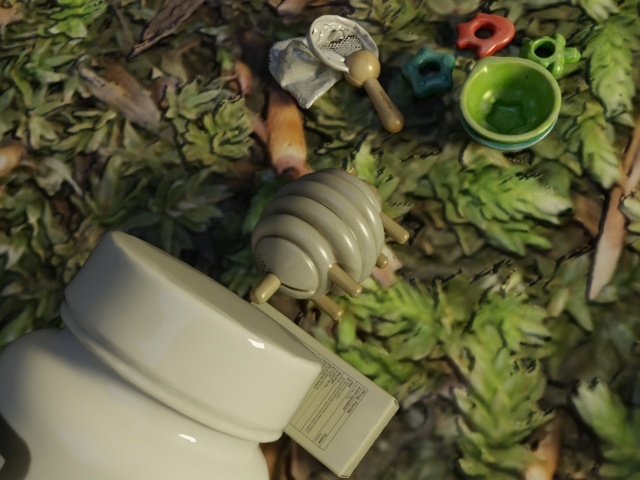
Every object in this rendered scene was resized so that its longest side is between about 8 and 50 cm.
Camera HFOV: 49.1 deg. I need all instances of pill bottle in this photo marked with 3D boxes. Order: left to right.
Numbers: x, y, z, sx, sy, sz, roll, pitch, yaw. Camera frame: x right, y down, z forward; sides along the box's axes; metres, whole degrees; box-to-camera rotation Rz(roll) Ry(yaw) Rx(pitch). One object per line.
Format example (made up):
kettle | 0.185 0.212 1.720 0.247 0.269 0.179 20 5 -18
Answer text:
pill bottle | -0.129 0.149 0.371 0.161 0.161 0.283 32 88 20

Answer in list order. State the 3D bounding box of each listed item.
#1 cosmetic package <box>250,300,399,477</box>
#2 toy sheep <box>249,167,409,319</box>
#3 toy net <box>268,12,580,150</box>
cosmetic package | -0.012 0.094 0.455 0.115 0.041 0.060 36 80 20
toy sheep | 0.000 0.000 0.464 0.091 0.091 0.132 28 45 19
toy net | 0.068 -0.139 0.526 0.232 0.045 0.122 18 74 17
